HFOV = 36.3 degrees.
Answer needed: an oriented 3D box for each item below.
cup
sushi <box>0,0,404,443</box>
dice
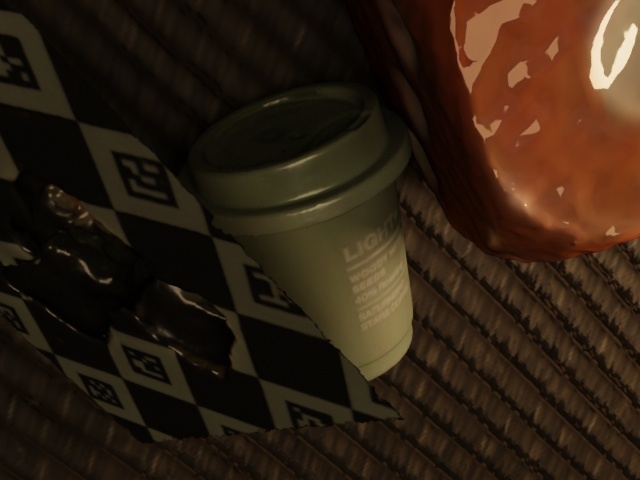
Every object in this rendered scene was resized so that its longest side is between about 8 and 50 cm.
[{"bbox_3d":[0.000,0.000,0.507,0.120,0.120,0.141,-24,120,-6],"label":"cup"},{"bbox_3d":[-0.096,0.002,0.461,0.231,0.220,0.047,48,52,-21],"label":"sushi"},{"bbox_3d":[0.117,-0.107,0.468,0.175,0.179,0.174,-26,111,-1],"label":"dice"}]
